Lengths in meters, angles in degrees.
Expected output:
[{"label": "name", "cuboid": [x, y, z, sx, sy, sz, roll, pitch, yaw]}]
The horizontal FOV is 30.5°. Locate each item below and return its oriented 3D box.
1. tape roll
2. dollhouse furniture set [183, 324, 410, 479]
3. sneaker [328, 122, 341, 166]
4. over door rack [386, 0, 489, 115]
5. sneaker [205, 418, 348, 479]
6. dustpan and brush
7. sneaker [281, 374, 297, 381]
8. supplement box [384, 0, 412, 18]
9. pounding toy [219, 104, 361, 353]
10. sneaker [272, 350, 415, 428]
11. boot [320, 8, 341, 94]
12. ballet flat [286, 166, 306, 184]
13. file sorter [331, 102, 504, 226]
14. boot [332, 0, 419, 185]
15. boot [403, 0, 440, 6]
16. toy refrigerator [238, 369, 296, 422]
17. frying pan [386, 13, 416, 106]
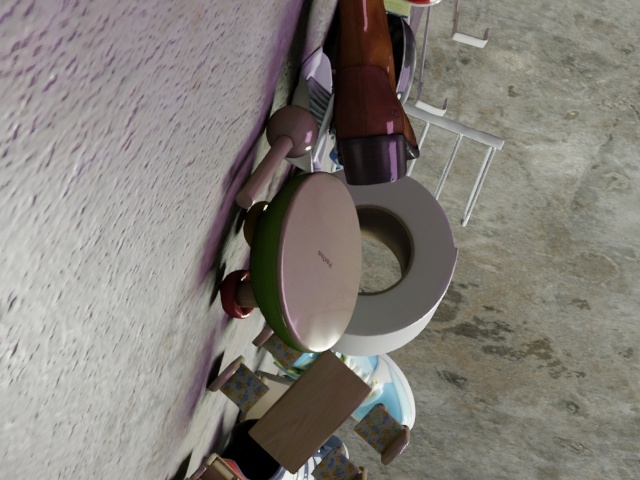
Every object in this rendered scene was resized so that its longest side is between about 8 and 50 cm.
[{"label": "tape roll", "cuboid": [0.063, 0.034, 1.683, 0.169, 0.246, 0.246, 96, 12, -75]}, {"label": "dollhouse furniture set", "cuboid": [-0.049, 0.238, 1.359, 0.242, 0.212, 0.161, -47, 178, 4]}, {"label": "sneaker", "cuboid": [0.049, -0.186, 1.858, 0.081, 0.080, 0.211, -32, -159, 17]}, {"label": "over door rack", "cuboid": [0.187, -0.413, 1.988, 0.239, 0.108, 0.324, 116, -27, -64]}, {"label": "sneaker", "cuboid": [-0.059, 0.318, 1.716, 0.350, 0.131, 0.148, -25, 114, -63]}, {"label": "dustpan and brush", "cuboid": [-0.010, -0.105, 1.358, 0.147, 0.060, 0.211, -62, 169, -69]}, {"label": "sneaker", "cuboid": [-0.071, 0.397, 2.522, 0.281, 0.106, 0.162, 100, 12, -68]}, {"label": "supplement box", "cuboid": [0.082, -0.328, 1.461, 0.083, 0.083, 0.056, 96, 14, -77]}, {"label": "pounding toy", "cuboid": [-0.051, -0.001, 1.184, 0.183, 0.110, 0.237, -58, 140, -45]}, {"label": "sneaker", "cuboid": [0.024, 0.215, 1.912, 0.127, 0.319, 0.208, -39, 179, 19]}, {"label": "boot", "cuboid": [0.048, -0.244, 1.503, 0.198, 0.077, 0.137, -8, 111, -87]}, {"label": "ballet flat", "cuboid": [-0.034, -0.010, 1.444, 0.221, 0.077, 0.079, -80, 149, -42]}, {"label": "file sorter", "cuboid": [0.174, -0.158, 2.172, 0.193, 0.278, 0.173, -37, 149, -83]}, {"label": "boot", "cuboid": [0.040, -0.215, 1.253, 0.264, 0.096, 0.280, -49, 133, -74]}, {"label": "boot", "cuboid": [0.088, -0.355, 1.170, 0.176, 0.088, 0.244, -54, 140, -74]}, {"label": "toy refrigerator", "cuboid": [-0.107, 0.355, 1.913, 0.102, 0.094, 0.269, -163, -88, -87]}, {"label": "frying pan", "cuboid": [0.116, -0.344, 1.975, 0.197, 0.053, 0.326, 148, -50, -67]}]
